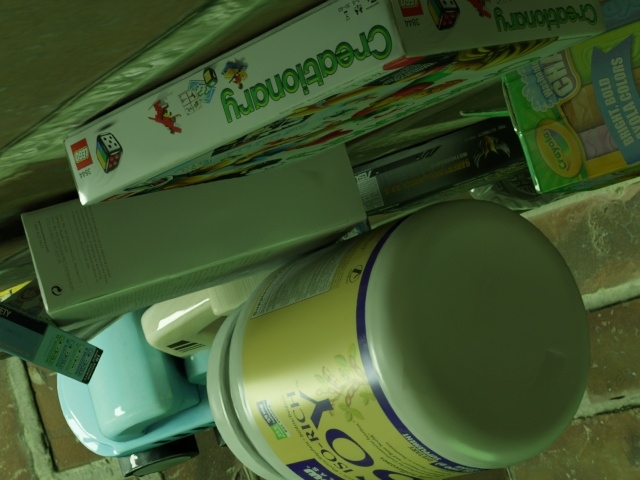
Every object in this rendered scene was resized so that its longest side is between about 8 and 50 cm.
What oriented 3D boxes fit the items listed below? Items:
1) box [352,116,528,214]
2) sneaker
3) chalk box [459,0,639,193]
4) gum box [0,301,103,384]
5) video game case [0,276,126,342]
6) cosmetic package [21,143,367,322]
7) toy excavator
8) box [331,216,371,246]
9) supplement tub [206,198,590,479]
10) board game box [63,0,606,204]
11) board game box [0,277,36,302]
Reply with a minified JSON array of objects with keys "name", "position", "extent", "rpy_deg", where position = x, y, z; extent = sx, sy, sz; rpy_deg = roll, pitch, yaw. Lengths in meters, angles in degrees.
[{"name":"box","position":[0.154,-0.085,1.944],"extent":[0.231,0.056,0.183],"rpy_deg":[-18,176,26]},{"name":"sneaker","position":[0.302,-0.095,2.253],"extent":[0.232,0.090,0.115],"rpy_deg":[-15,180,-4]},{"name":"chalk box","position":[0.208,-0.109,1.225],"extent":[0.213,0.132,0.132],"rpy_deg":[-19,175,27]},{"name":"gum box","position":[-0.299,0.078,1.586],"extent":[0.157,0.041,0.184],"rpy_deg":[22,174,11]},{"name":"video game case","position":[-0.280,0.073,1.854],"extent":[0.143,0.019,0.157],"rpy_deg":[-38,-147,-29]},{"name":"cosmetic package","position":[-0.126,-0.002,1.623],"extent":[0.284,0.097,0.377],"rpy_deg":[-14,176,-9]},{"name":"toy excavator","position":[-0.164,0.127,2.067],"extent":[0.433,0.222,0.445],"rpy_deg":[-21,167,16]},{"name":"box","position":[0.000,0.000,2.244],"extent":[0.137,0.094,0.027],"rpy_deg":[-17,176,9]},{"name":"supplement tub","position":[0.063,0.111,1.613],"extent":[0.241,0.241,0.331],"rpy_deg":[-14,174,-37]},{"name":"board game box","position":[0.003,-0.098,1.088],"extent":[0.193,0.053,0.305],"rpy_deg":[-13,175,-45]},{"name":"board game box","position":[-0.317,0.066,2.182],"extent":[0.141,0.048,0.170],"rpy_deg":[-18,176,38]}]
